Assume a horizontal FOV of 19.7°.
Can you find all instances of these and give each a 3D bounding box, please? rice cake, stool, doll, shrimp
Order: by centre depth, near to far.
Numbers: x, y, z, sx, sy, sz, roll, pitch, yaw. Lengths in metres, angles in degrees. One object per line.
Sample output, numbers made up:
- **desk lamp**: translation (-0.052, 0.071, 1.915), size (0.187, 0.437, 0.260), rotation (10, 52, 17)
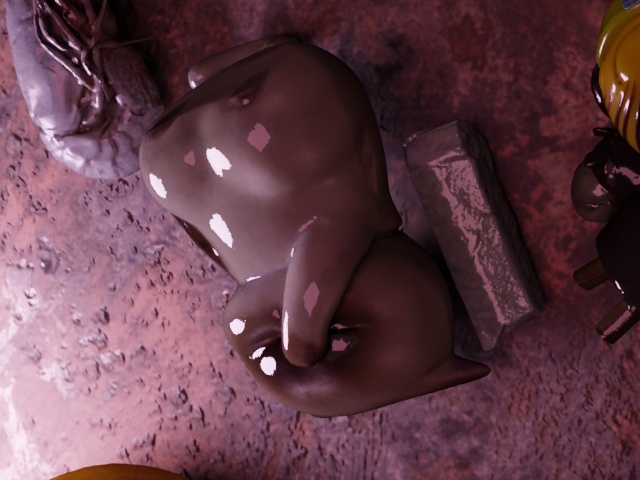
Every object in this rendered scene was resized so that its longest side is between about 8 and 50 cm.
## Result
- **stool**: translation (0.273, 0.004, 1.564), size (0.121, 0.125, 0.217), rotation (-47, 68, 33)
- **doll**: translation (-0.016, -0.009, 1.648), size (0.215, 0.226, 0.370), rotation (-21, 91, 26)
- **rice cake**: translation (0.141, -0.010, 1.659), size (0.069, 0.063, 0.206), rotation (-24, 91, 23)
- **shrimp**: translation (-0.243, -0.223, 1.783), size (0.145, 0.116, 0.343), rotation (-14, 102, 28)

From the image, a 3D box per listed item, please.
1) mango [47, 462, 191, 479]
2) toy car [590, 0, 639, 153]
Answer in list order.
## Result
- **mango**: translation (-0.192, 0.304, 1.876), size (0.262, 0.109, 0.157), rotation (3, 98, 10)
- **toy car**: translation (0.326, -0.101, 1.450), size (0.248, 0.142, 0.200), rotation (37, 134, -24)
